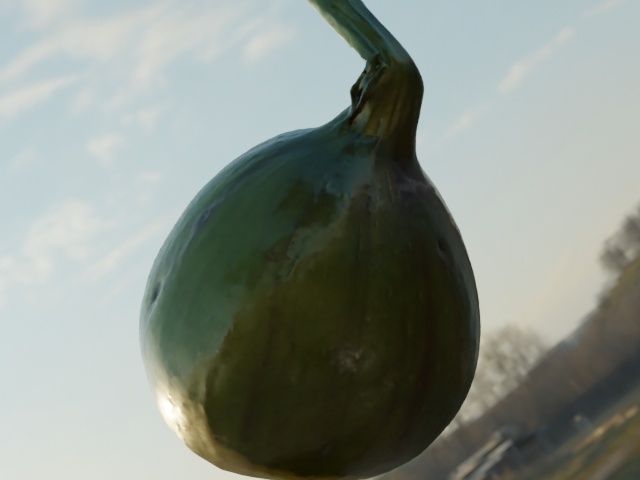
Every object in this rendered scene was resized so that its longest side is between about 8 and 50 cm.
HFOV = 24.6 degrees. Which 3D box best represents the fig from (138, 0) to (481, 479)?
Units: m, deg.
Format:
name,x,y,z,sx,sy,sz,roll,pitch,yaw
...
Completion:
name,x,y,z,sx,sy,sz,roll,pitch,yaw
fig,0.010,0.009,0.603,0.186,0.142,0.148,-54,27,27
